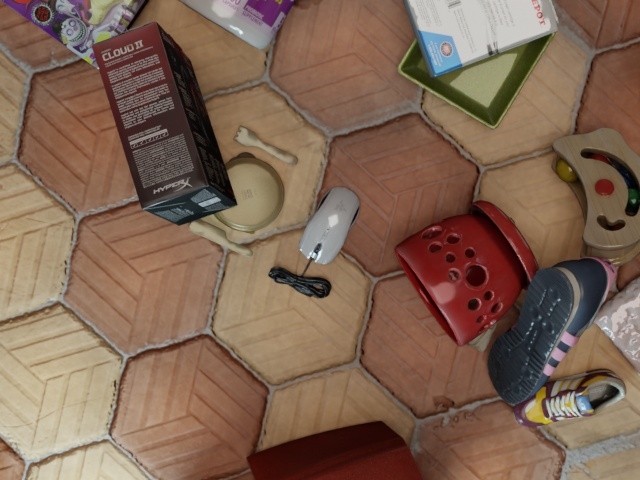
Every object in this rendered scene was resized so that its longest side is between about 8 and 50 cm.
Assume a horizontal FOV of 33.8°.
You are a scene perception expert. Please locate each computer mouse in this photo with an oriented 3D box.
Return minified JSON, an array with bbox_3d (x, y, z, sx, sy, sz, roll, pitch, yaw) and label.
[{"bbox_3d":[0.000,0.000,1.736,0.106,0.042,0.193,27,96,1],"label":"computer mouse"}]

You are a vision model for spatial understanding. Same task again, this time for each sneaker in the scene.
[{"bbox_3d":[0.406,0.260,1.719,0.186,0.084,0.069,-23,94,4],"label":"sneaker"},{"bbox_3d":[0.368,0.145,1.651,0.131,0.319,0.112,-17,59,-28],"label":"sneaker"}]

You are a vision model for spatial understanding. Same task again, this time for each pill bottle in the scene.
[{"bbox_3d":[-0.082,-0.464,1.632,0.169,0.169,0.301,31,97,0],"label":"pill bottle"}]

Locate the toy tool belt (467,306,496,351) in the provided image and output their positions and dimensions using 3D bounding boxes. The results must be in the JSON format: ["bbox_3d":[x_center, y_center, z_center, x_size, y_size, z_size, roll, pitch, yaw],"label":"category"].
[{"bbox_3d":[0.260,0.137,1.732,0.051,0.052,0.083,23,96,-8],"label":"toy tool belt"}]

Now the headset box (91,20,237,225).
[{"bbox_3d":[-0.239,-0.186,1.624,0.110,0.218,0.293,-19,83,4],"label":"headset box"}]

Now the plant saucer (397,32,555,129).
[{"bbox_3d":[0.248,-0.305,1.693,0.188,0.045,0.188,31,96,-1],"label":"plant saucer"}]

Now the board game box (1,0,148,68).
[{"bbox_3d":[-0.340,-0.471,1.666,0.208,0.056,0.347,36,105,-6],"label":"board game box"}]

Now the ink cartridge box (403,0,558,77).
[{"bbox_3d":[0.243,-0.354,1.621,0.203,0.086,0.148,-20,95,4],"label":"ink cartridge box"}]

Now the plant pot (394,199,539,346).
[{"bbox_3d":[0.236,0.045,1.661,0.174,0.191,0.191,-33,93,-4],"label":"plant pot"}]

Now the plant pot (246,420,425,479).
[{"bbox_3d":[0.053,0.432,1.678,0.236,0.267,0.267,-27,94,-7],"label":"plant pot"}]

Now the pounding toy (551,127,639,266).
[{"bbox_3d":[0.457,-0.033,1.661,0.154,0.155,0.269,-30,62,-5],"label":"pounding toy"}]

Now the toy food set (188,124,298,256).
[{"bbox_3d":[-0.126,-0.079,1.742,0.132,0.038,0.192,27,89,-6],"label":"toy food set"}]

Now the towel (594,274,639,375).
[{"bbox_3d":[0.666,0.141,1.712,0.332,0.053,0.317,-39,92,5],"label":"towel"}]
